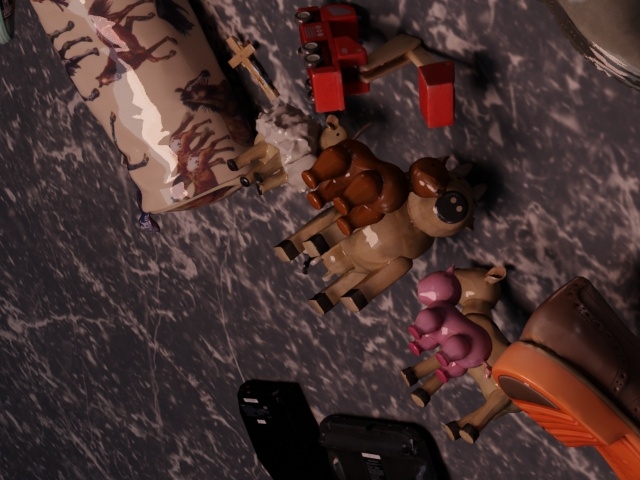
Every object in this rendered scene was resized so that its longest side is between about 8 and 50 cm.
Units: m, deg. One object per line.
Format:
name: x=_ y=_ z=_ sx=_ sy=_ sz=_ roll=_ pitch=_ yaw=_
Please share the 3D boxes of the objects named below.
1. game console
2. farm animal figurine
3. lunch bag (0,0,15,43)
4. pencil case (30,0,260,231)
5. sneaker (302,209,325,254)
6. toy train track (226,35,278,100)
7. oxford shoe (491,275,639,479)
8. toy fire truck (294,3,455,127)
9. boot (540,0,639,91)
game console: x=0.030 y=0.284 z=1.846 sx=0.361 sy=0.044 sz=0.213 roll=-2 pitch=118 yaw=53
farm animal figurine: x=0.092 y=0.011 z=1.432 sx=0.327 sy=0.172 sz=0.330 roll=21 pitch=142 yaw=59
lunch bag: x=-0.433 y=-0.360 z=1.716 sx=0.279 sy=0.108 sz=0.224 roll=-112 pitch=13 yaw=-59
pencil case: x=-0.223 y=-0.220 z=1.623 sx=0.184 sy=0.160 sz=0.410 roll=-19 pitch=103 yaw=41
sneaker: x=0.000 y=0.000 z=1.644 sx=0.037 sy=0.032 sz=0.083 roll=49 pitch=147 yaw=11
toy train track: x=-0.073 y=-0.192 z=1.590 sx=0.083 sy=0.014 sz=0.048 roll=53 pitch=140 yaw=-6
oxford shoe: x=0.329 y=0.178 z=1.298 sx=0.364 sy=0.132 sz=0.130 roll=40 pitch=164 yaw=-13
toy fire truck: x=0.051 y=-0.170 z=1.371 sx=0.192 sy=0.135 sz=0.047 roll=-101 pitch=4 yaw=-53
boot: x=0.234 y=-0.228 z=1.108 sx=0.246 sy=0.083 sz=0.161 roll=42 pitch=139 yaw=19
